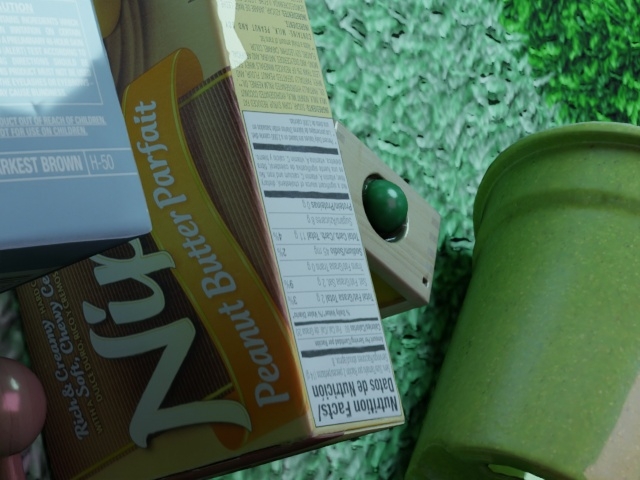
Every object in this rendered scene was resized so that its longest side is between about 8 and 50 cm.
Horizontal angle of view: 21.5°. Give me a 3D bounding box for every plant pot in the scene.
[{"bbox_3d":[0.188,0.104,1.154,0.276,0.276,0.254,50,51,-26],"label":"plant pot"}]

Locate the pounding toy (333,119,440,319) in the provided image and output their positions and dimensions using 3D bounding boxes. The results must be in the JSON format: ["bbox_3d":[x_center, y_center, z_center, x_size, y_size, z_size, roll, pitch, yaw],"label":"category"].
[{"bbox_3d":[0.000,0.000,1.031,0.130,0.141,0.100,40,46,-34],"label":"pounding toy"}]

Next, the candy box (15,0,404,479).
[{"bbox_3d":[-0.083,-0.031,0.903,0.087,0.183,0.316,-2,75,-52],"label":"candy box"}]

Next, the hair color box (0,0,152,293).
[{"bbox_3d":[-0.221,-0.152,0.779,0.113,0.185,0.374,-6,78,-53],"label":"hair color box"}]

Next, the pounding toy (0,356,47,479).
[{"bbox_3d":[-0.186,0.133,0.753,0.237,0.110,0.183,-2,75,-52],"label":"pounding toy"}]
